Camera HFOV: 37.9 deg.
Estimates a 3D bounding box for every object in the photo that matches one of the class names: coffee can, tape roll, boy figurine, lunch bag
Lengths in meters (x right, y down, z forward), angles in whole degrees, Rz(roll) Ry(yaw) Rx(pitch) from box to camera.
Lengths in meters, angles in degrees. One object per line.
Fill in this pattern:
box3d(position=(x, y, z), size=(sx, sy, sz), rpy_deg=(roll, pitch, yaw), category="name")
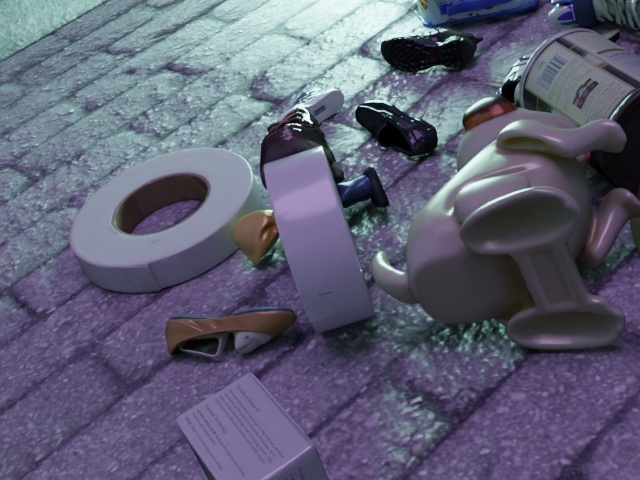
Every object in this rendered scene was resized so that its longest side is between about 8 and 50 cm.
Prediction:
box3d(position=(0.499, -0.229, 1.609), size=(0.201, 0.201, 0.275), rpy_deg=(-24, 36, -7), category="coffee can")
box3d(position=(-0.306, -0.048, 1.857), size=(0.392, 0.072, 0.392), rpy_deg=(-12, 37, 9), category="tape roll")
box3d(position=(-0.021, -0.048, 1.688), size=(0.285, 0.092, 0.177), rpy_deg=(-25, 2, -5), category="boy figurine")
box3d(position=(0.000, 0.000, 1.469), size=(0.100, 0.286, 0.286), rpy_deg=(-17, 36, 2), category="tape roll")
box3d(position=(0.369, -0.611, 2.255), size=(0.303, 0.115, 0.243), rpy_deg=(-10, 39, 11), category="lunch bag")

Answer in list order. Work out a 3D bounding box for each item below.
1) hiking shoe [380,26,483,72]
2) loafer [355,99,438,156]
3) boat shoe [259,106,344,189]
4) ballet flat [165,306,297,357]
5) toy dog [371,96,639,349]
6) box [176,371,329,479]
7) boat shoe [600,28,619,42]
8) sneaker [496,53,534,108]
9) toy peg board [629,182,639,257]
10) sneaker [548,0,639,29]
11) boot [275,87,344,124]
box3d(position=(0.251, -0.436, 2.119), size=(0.227, 0.086, 0.114), rpy_deg=(8, 30, 25), category="hiking shoe")
box3d(position=(0.139, -0.227, 1.880), size=(0.078, 0.076, 0.223), rpy_deg=(-29, 40, -27), category="loafer")
box3d(position=(-0.051, -0.161, 1.666), size=(0.132, 0.130, 0.355), rpy_deg=(-24, -8, 4), category="boat shoe")
box3d(position=(-0.147, 0.157, 1.528), size=(0.232, 0.080, 0.073), rpy_deg=(-7, 65, 21), category="ballet flat")
box3d(position=(0.301, -0.046, 1.447), size=(0.395, 0.284, 0.408), rpy_deg=(-21, 29, 35), category="toy dog")
box3d(position=(-0.072, 0.301, 1.189), size=(0.119, 0.181, 0.182), rpy_deg=(-31, 37, -16), category="box")
box3d(position=(0.577, -0.396, 1.934), size=(0.133, 0.042, 0.049), rpy_deg=(-39, 20, -25), category="boat shoe")
box3d(position=(0.447, -0.297, 1.817), size=(0.235, 0.094, 0.153), rpy_deg=(18, 51, 41), category="sneaker")
box3d(position=(0.531, -0.038, 1.392), size=(0.079, 0.160, 0.161), rpy_deg=(2, 38, 3), category="toy peg board")
box3d(position=(0.615, -0.492, 1.987), size=(0.236, 0.130, 0.323), rpy_deg=(-25, 39, 8), category="sneaker")
box3d(position=(-0.041, -0.281, 2.055), size=(0.190, 0.069, 0.086), rpy_deg=(-31, 29, -29), category="boot")
